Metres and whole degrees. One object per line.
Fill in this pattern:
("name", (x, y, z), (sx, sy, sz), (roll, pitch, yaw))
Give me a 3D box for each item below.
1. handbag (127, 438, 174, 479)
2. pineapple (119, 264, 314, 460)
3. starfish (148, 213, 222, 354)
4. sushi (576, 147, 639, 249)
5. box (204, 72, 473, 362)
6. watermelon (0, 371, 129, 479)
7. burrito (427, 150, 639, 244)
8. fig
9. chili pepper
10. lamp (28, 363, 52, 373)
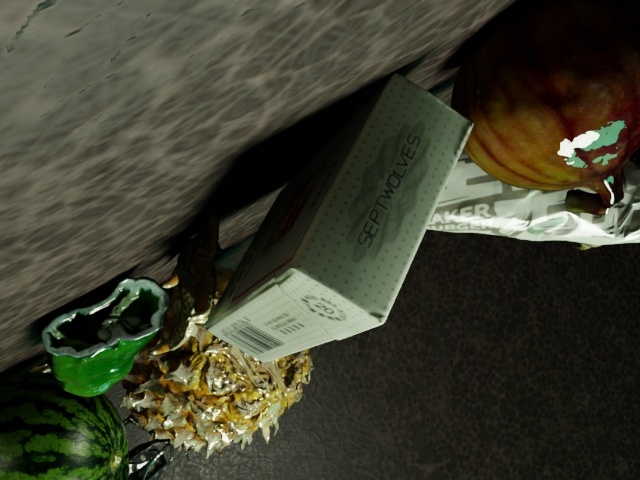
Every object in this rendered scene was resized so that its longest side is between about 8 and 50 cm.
("handbag", (-0.294, 0.373, 1.177), (0.139, 0.072, 0.115), (-44, 170, 34))
("pineapple", (-0.188, 0.218, 1.267), (0.352, 0.352, 0.300), (-31, 179, -39))
("starfish", (-0.154, 0.060, 0.827), (0.050, 0.138, 0.247), (15, 156, -16))
("sushi", (0.394, -0.181, 1.016), (0.285, 0.328, 0.327), (-11, -137, 16))
("box", (-0.001, 0.000, 0.710), (0.210, 0.095, 0.330), (-63, -170, -23))
("watermelon", (-0.431, 0.340, 1.050), (0.285, 0.285, 0.285), (-32, 179, -1))
("burrito", (0.254, -0.069, 0.863), (0.446, 0.138, 0.101), (7, 177, 0))
("fig", (0.253, -0.150, 0.714), (0.235, 0.214, 0.235), (-29, 153, -17))
("chili pepper", (-0.277, 0.130, 0.870), (0.136, 0.099, 0.270), (-45, -178, -30))
("lamp", (-0.423, 0.363, 1.292), (0.090, 0.325, 0.089), (-33, 180, -34))
